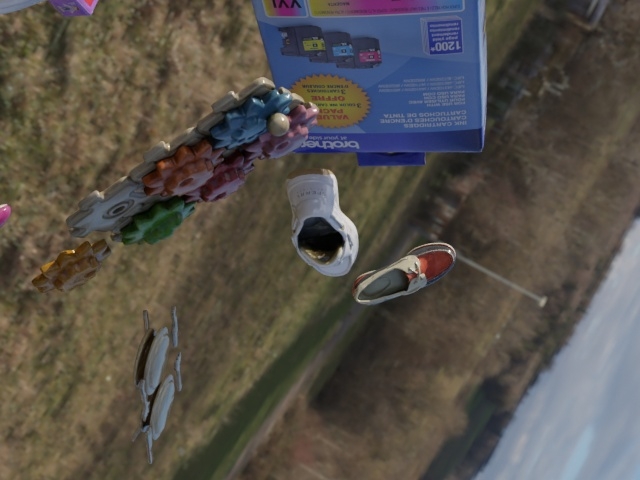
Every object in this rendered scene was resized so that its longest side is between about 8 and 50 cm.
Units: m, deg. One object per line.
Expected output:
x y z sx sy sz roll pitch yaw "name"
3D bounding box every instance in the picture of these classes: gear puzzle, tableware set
-0.152 -0.036 1.027 0.339 0.044 0.175 -34 167 14 "gear puzzle"
-0.216 0.178 1.320 0.194 0.039 0.128 95 10 -49 "tableware set"

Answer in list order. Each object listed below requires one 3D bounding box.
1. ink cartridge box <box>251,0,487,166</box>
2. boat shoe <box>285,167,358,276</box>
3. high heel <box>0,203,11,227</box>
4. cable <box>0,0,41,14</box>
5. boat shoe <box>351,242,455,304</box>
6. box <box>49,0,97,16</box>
0.076 -0.246 1.333 0.395 0.270 0.151 73 20 -57 "ink cartridge box"
0.000 0.000 1.576 0.277 0.098 0.096 66 17 -60 "boat shoe"
-0.520 0.053 1.490 0.244 0.117 0.082 -36 -172 -4 "high heel"
-0.203 -0.256 0.595 0.089 0.257 0.257 -42 128 -75 "cable"
0.103 0.043 1.285 0.137 0.049 0.043 -21 -171 6 "boat shoe"
-0.364 -0.461 1.354 0.293 0.057 0.201 47 56 -49 "box"
